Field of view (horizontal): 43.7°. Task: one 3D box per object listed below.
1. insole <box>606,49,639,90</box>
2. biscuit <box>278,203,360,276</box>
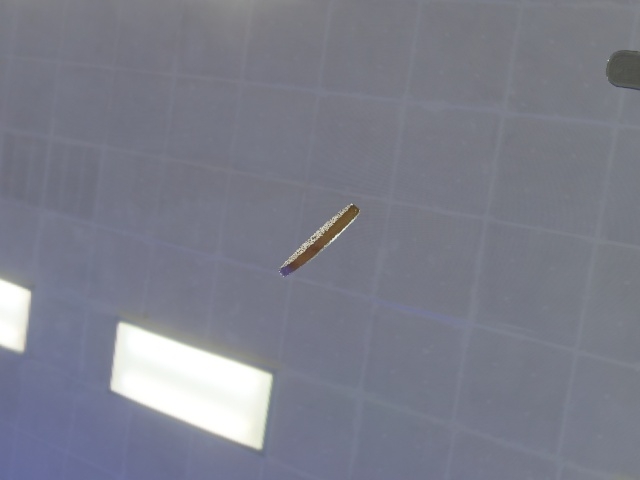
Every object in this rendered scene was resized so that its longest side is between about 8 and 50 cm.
[{"bbox_3d":[0.347,-0.166,0.783,0.153,0.002,0.053,22,-64,50],"label":"insole"},{"bbox_3d":[0.000,0.000,1.555,0.029,0.142,0.221,46,-65,-5],"label":"biscuit"}]
